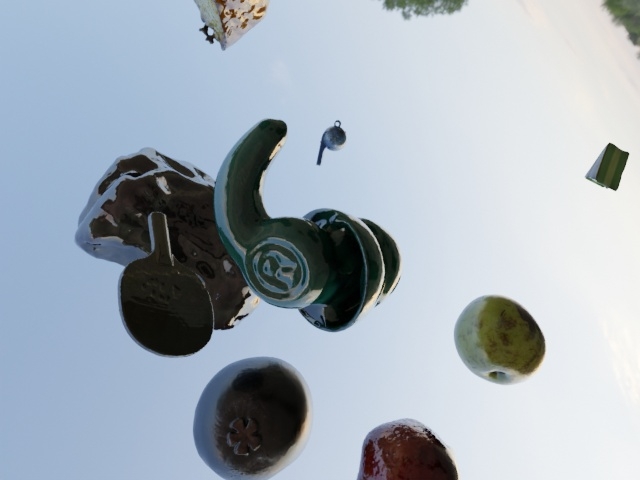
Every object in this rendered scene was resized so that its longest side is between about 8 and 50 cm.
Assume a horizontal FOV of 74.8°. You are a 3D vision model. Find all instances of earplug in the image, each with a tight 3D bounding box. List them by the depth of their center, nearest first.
[{"bbox_3d":[-0.005,-0.002,0.579,0.280,0.163,0.258,6,-120,-40],"label":"earplug"}]

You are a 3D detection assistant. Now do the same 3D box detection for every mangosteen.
[{"bbox_3d":[-0.146,0.398,0.970,0.302,0.274,0.275,65,179,-81],"label":"mangosteen"}]

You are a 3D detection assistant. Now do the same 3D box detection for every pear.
[{"bbox_3d":[0.562,0.307,1.319,0.283,0.283,0.284,21,-126,-31],"label":"pear"}]

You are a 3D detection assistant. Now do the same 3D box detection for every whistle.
[{"bbox_3d":[0.041,-0.317,1.381,0.090,0.090,0.158,-3,-67,-42],"label":"whistle"}]

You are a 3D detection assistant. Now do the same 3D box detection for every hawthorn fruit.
[{"bbox_3d":[0.182,0.485,0.819,0.210,0.266,0.230,29,-103,-15],"label":"hawthorn fruit"}]

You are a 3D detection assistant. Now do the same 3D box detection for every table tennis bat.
[{"bbox_3d":[-0.215,0.054,0.582,0.131,0.022,0.235,17,-139,-43],"label":"table tennis bat"}]

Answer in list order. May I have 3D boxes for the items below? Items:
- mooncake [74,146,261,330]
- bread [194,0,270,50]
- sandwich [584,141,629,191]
[{"bbox_3d":[-0.267,-0.023,0.861,0.380,0.212,0.351,31,-170,-27],"label":"mooncake"},{"bbox_3d":[-0.099,-0.341,0.428,0.133,0.260,0.129,-27,-108,-10],"label":"bread"},{"bbox_3d":[0.811,-0.206,1.161,0.074,0.117,0.074,28,-163,4],"label":"sandwich"}]
